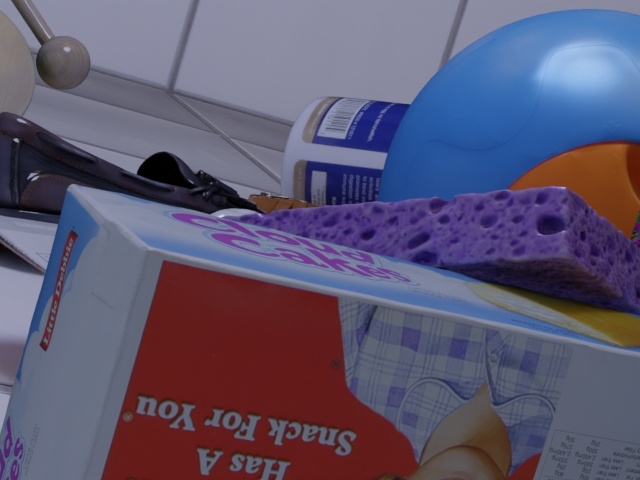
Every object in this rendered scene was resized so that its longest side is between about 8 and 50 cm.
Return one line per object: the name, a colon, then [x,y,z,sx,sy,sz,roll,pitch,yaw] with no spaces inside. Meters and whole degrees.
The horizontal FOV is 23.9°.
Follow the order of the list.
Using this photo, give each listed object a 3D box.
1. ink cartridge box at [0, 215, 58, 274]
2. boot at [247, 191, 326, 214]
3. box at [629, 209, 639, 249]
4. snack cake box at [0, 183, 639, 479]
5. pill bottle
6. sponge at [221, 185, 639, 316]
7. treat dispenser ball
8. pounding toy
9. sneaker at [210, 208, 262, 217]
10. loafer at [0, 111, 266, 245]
ink cartridge box: [-0.018,0.071,0.844,0.296,0.066,0.261,9,12,-47]
boot: [0.000,0.000,1.343,0.152,0.073,0.197,18,-4,-5]
box: [0.284,0.080,0.674,0.290,0.279,0.177,21,9,29]
snack cake box: [0.024,0.088,0.534,0.264,0.152,0.089,13,9,-28]
pill bottle: [0.108,-0.054,1.471,0.265,0.153,0.153,9,4,25]
sponge: [0.027,0.015,0.650,0.210,0.031,0.117,-4,-18,28]
treat dispenser ball: [0.183,-0.016,1.054,0.288,0.288,0.288,17,8,-3]
pounding toy: [-0.357,-0.155,1.442,0.183,0.110,0.237,47,51,4]
sneaker: [0.016,0.038,1.126,0.232,0.090,0.115,-1,24,-37]
loafer: [-0.128,-0.033,1.140,0.109,0.095,0.303,2,-3,41]
